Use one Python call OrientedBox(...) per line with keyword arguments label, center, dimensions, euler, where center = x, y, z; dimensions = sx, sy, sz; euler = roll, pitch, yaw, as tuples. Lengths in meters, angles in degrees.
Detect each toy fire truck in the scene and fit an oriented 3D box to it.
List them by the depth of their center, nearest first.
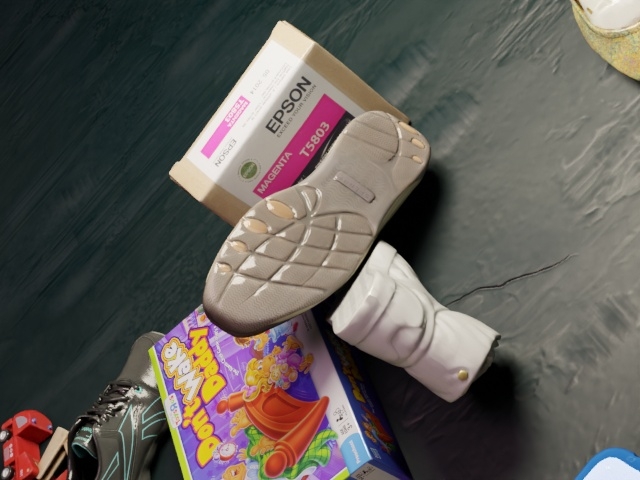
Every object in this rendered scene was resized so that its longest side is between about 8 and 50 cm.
OrientedBox(label="toy fire truck", center=(-0.364, 0.294, 1.788), dimensions=(0.135, 0.047, 0.192), euler=(-36, 44, 21))

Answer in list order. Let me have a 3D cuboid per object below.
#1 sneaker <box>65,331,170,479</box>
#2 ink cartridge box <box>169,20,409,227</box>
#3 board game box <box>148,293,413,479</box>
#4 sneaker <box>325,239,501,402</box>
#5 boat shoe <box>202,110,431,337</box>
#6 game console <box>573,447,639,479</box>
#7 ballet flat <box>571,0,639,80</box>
OrientedBox(label="sneaker", center=(-0.248, 0.231, 1.676), dimensions=(0.101, 0.106, 0.267), euler=(-11, 57, 41))
OrientedBox(label="ink cartridge box", center=(-0.035, -0.112, 1.622), dimensions=(0.235, 0.193, 0.088), euler=(-54, 41, 4))
OrientedBox(label="board game box", center=(-0.058, 0.195, 1.537), dimensions=(0.233, 0.078, 0.347), euler=(-41, 44, 17))
OrientedBox(label="sneaker", center=(0.101, 0.093, 1.430), dimensions=(0.108, 0.169, 0.292), euler=(-57, 5, 10))
OrientedBox(label="boat shoe", center=(0.000, 0.000, 1.508), dimensions=(0.132, 0.130, 0.355), euler=(39, 56, 13))
OrientedBox(label="game console", center=(0.291, 0.355, 1.086), dimensions=(0.250, 0.173, 0.293), euler=(-48, 41, -13))
OrientedBox(label="ballet flat", center=(0.308, -0.299, 1.474), dimensions=(0.123, 0.123, 0.348), euler=(-40, 44, 18))
